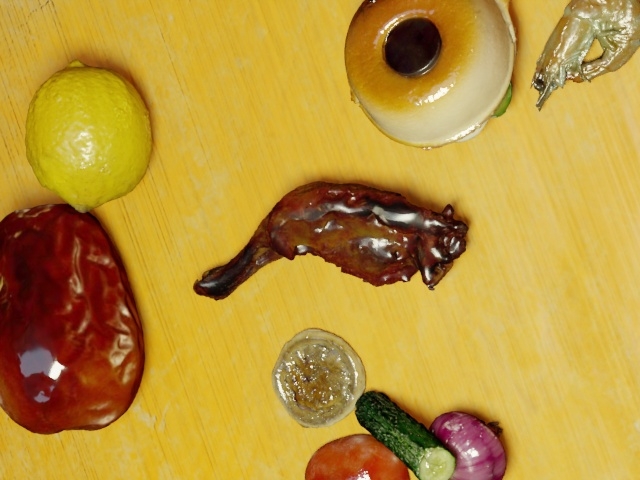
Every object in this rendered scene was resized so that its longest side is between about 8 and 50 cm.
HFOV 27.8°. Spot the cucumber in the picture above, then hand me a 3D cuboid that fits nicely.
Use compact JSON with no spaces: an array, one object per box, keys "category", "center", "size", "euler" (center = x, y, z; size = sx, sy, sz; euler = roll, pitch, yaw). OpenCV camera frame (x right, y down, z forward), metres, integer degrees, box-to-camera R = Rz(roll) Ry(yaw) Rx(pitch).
[{"category":"cucumber","center":[0.104,0.245,1.642],"size":[0.187,0.058,0.058],"euler":[36,114,58]}]

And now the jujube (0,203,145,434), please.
[{"category":"jujube","center":[-0.366,0.112,1.801],"size":[0.223,0.223,0.318],"euler":[-13,82,24]}]

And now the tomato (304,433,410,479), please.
[{"category":"tomato","center":[0.043,0.340,1.725],"size":[0.155,0.069,0.155],"euler":[3,98,23]}]

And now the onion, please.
[{"category":"onion","center":[0.189,0.265,1.644],"size":[0.104,0.115,0.115],"euler":[-37,78,-22]}]

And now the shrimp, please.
[{"category":"shrimp","center":[0.319,-0.230,1.563],"size":[0.099,0.041,0.180],"euler":[36,108,0]}]

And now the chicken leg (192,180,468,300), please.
[{"category":"chicken leg","center":[0.000,0.000,1.699],"size":[0.407,0.096,0.158],"euler":[-11,111,26]}]

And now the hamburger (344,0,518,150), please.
[{"category":"hamburger","center":[0.130,-0.226,1.583],"size":[0.237,0.147,0.237],"euler":[-3,82,23]}]

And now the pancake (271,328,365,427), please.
[{"category":"pancake","center":[-0.005,0.187,1.753],"size":[0.139,0.022,0.139],"euler":[2,96,23]}]

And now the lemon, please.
[{"category":"lemon","center":[-0.320,-0.144,1.774],"size":[0.180,0.180,0.193],"euler":[-35,82,23]}]
